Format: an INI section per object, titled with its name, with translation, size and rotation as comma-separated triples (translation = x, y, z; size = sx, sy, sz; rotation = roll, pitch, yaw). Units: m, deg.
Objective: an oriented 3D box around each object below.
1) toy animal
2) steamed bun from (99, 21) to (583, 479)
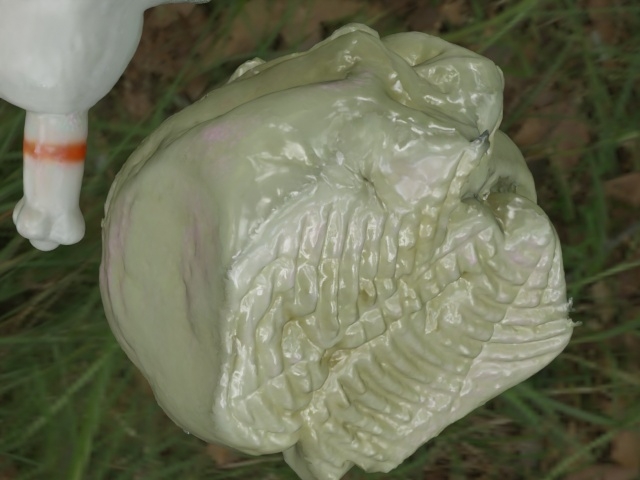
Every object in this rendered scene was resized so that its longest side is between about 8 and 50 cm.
[toy animal]
translation = -0.144, -0.146, 0.966
size = 0.140, 0.282, 0.138
rotation = 26, 34, 12
[steamed bun]
translation = 0.000, 0.000, 1.022
size = 0.275, 0.206, 0.320
rotation = -43, 141, -7
